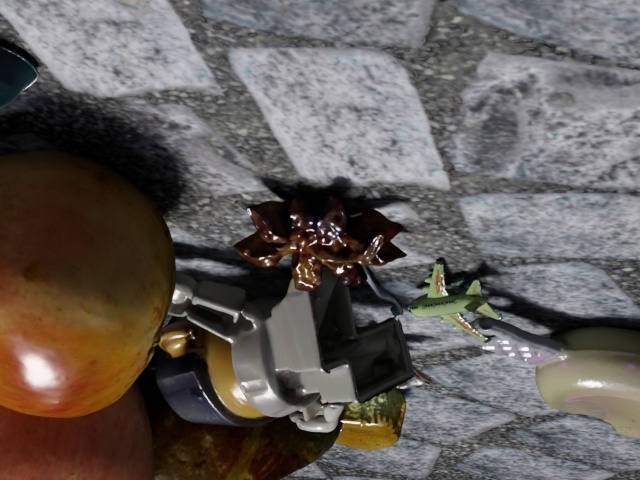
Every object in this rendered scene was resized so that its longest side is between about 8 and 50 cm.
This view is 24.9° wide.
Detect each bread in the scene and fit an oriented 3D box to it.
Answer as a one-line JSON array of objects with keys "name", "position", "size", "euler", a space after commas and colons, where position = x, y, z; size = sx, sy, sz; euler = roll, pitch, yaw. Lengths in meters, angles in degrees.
[{"name": "bread", "position": [0.038, 0.212, 1.799], "size": [0.140, 0.069, 0.128], "euler": [2, 156, 18]}]

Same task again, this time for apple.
[{"name": "apple", "position": [-0.356, 0.230, 1.575], "size": [0.364, 0.364, 0.364], "euler": [8, 157, 3]}]

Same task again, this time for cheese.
[{"name": "cheese", "position": [0.277, 0.133, 1.525], "size": [0.286, 0.082, 0.163], "euler": [20, 153, -18]}]

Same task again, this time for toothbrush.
[{"name": "toothbrush", "position": [0.061, 0.050, 1.495], "size": [0.013, 0.011, 0.131], "euler": [-21, 148, 13]}]

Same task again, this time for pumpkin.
[{"name": "pumpkin", "position": [-0.150, 0.214, 1.699], "size": [0.312, 0.148, 0.169], "euler": [-17, 108, 14]}]

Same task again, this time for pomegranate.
[{"name": "pomegranate", "position": [-0.267, 0.032, 1.313], "size": [0.270, 0.229, 0.252], "euler": [24, 163, -5]}]

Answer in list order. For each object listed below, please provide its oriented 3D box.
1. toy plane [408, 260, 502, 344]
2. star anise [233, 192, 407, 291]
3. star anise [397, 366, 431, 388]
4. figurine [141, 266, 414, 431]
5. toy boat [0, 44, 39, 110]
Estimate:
[{"name": "toy plane", "position": [0.130, 0.061, 1.446], "size": [0.111, 0.040, 0.102], "euler": [-4, 121, 53]}, {"name": "star anise", "position": [0.000, 0.000, 1.343], "size": [0.168, 0.057, 0.168], "euler": [8, 155, 4]}, {"name": "star anise", "position": [0.068, 0.139, 1.624], "size": [0.129, 0.056, 0.124], "euler": [15, 157, 28]}, {"name": "figurine", "position": [-0.068, 0.121, 1.537], "size": [0.308, 0.143, 0.308], "euler": [14, 130, 16]}, {"name": "toy boat", "position": [-0.347, -0.134, 1.143], "size": [0.246, 0.103, 0.093], "euler": [0, 145, -14]}]
